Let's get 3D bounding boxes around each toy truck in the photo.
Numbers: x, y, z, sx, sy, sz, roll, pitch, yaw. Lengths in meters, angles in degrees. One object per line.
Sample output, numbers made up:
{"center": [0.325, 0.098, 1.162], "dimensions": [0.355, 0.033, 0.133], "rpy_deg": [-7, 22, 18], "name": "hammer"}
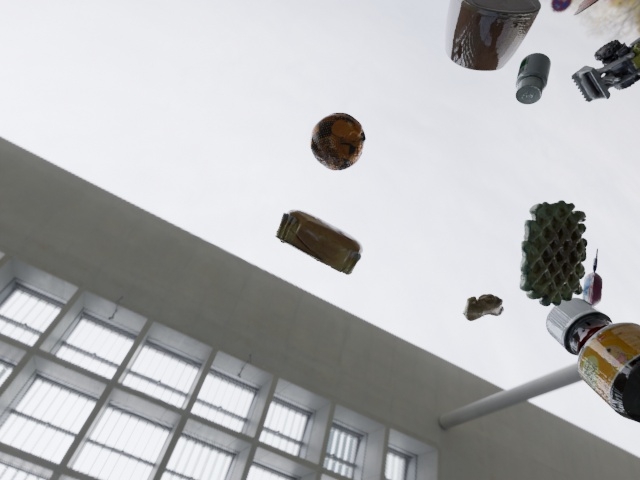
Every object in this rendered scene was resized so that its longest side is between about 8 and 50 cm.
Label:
{"center": [0.836, -0.486, 1.090], "dimensions": [0.136, 0.285, 0.111], "rpy_deg": [43, -148, -19], "name": "toy truck"}

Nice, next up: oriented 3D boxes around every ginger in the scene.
{"center": [0.692, 0.275, 1.719], "dimensions": [0.213, 0.138, 0.074], "rpy_deg": [1, -136, -14], "name": "ginger"}

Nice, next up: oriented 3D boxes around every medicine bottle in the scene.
{"center": [0.582, -0.444, 1.136], "dimensions": [0.080, 0.080, 0.131], "rpy_deg": [29, -115, -9], "name": "medicine bottle"}
{"center": [0.878, 0.343, 1.259], "dimensions": [0.242, 0.243, 0.395], "rpy_deg": [26, -168, -12], "name": "medicine bottle"}

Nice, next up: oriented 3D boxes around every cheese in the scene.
{"center": [1.032, 0.152, 1.561], "dimensions": [0.155, 0.062, 0.245], "rpy_deg": [-37, -55, -49], "name": "cheese"}

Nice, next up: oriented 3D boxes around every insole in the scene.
{"center": [0.853, -0.759, 1.285], "dimensions": [0.007, 0.109, 0.322], "rpy_deg": [51, -128, -9], "name": "insole"}

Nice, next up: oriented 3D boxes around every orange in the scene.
{"center": [0.069, -0.406, 1.698], "dimensions": [0.234, 0.235, 0.182], "rpy_deg": [27, -171, -12], "name": "orange"}

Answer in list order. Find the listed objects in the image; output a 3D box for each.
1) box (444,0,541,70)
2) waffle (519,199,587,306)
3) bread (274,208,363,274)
{"center": [0.574, -0.745, 1.432], "dimensions": [0.300, 0.216, 0.301], "rpy_deg": [2, -131, -2], "name": "box"}
{"center": [0.681, 0.037, 1.204], "dimensions": [0.291, 0.056, 0.310], "rpy_deg": [0, -86, -27], "name": "waffle"}
{"center": [0.000, 0.000, 1.151], "dimensions": [0.241, 0.107, 0.136], "rpy_deg": [27, -174, 3], "name": "bread"}
